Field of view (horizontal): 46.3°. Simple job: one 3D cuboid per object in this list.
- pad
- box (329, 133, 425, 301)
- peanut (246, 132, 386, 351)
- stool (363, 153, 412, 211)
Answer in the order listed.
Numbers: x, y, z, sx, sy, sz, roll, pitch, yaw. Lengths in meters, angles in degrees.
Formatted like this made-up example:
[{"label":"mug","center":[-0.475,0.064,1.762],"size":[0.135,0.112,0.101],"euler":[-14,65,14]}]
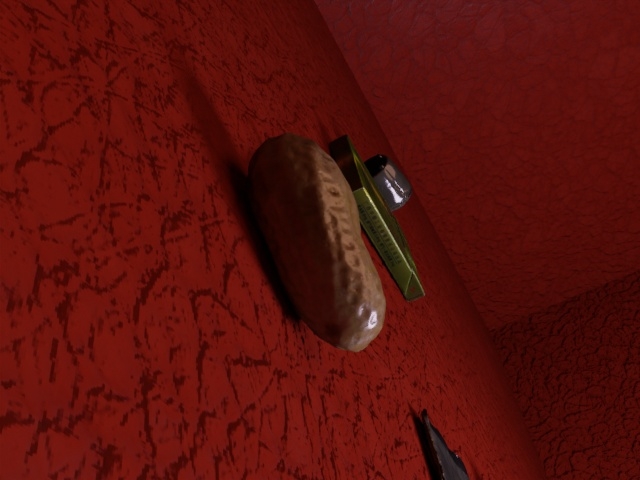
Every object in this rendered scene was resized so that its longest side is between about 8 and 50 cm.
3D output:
[{"label":"pad","center":[0.198,0.359,1.074],"size":[0.233,0.022,0.174],"euler":[54,15,-48]},{"label":"box","center":[0.111,-0.039,1.426],"size":[0.311,0.043,0.173],"euler":[56,14,-39]},{"label":"peanut","center":[0.000,0.000,0.727],"size":[0.108,0.095,0.225],"euler":[-5,70,-56]},{"label":"stool","center":[0.128,-0.118,1.544],"size":[0.110,0.096,0.096],"euler":[52,17,-32]}]
